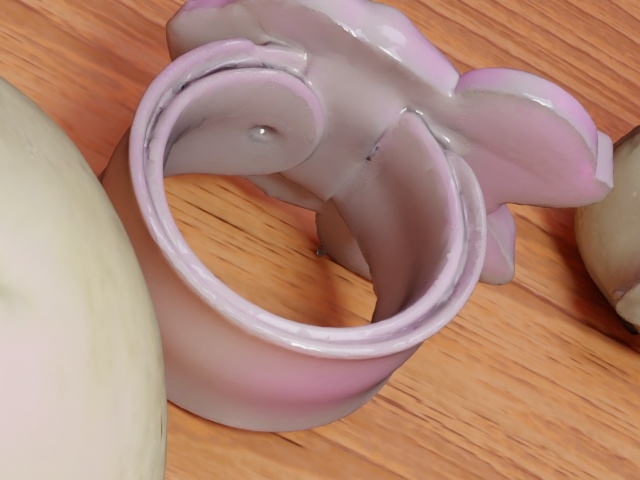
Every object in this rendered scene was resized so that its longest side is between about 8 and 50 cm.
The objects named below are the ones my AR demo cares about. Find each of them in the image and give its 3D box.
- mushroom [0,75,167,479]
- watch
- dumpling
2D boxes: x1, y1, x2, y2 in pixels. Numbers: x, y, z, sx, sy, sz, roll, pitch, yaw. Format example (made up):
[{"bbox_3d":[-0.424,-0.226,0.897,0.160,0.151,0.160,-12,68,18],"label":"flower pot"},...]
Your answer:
[{"bbox_3d":[-0.181,0.071,0.593,0.315,0.315,0.356,40,19,-7],"label":"mushroom"},{"bbox_3d":[0.000,0.000,0.972,0.248,0.211,0.217,29,54,-9],"label":"watch"},{"bbox_3d":[0.273,-0.043,1.238,0.175,0.227,0.243,25,31,-28],"label":"dumpling"}]
